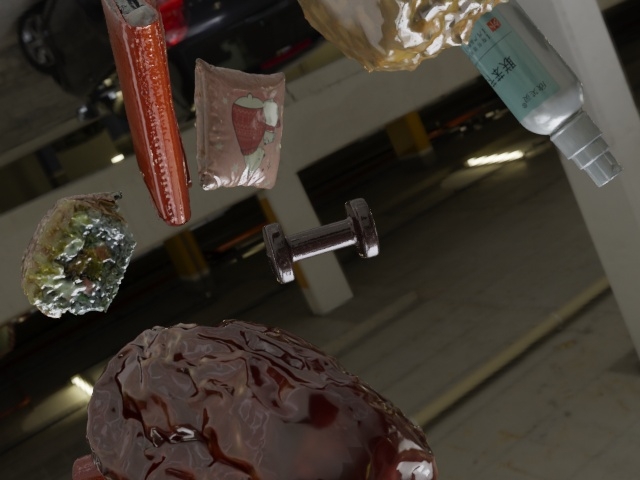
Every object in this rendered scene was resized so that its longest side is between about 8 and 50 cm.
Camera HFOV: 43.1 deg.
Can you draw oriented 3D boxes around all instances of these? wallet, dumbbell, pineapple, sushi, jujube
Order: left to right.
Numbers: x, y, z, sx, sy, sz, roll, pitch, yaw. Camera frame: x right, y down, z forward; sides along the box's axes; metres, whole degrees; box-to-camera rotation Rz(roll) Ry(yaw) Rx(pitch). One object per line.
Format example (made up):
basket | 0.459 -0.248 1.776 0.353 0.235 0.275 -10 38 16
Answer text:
sushi | -0.467 0.021 1.589 0.139 0.184 0.274 25 -92 61
wallet | -0.161 -0.131 0.766 0.045 0.204 0.142 -15 -143 -16
jujube | -0.068 0.224 0.877 0.377 0.276 0.276 22 -140 36
dumbbell | 0.000 0.000 1.645 0.225 0.124 0.140 -16 -179 -7
pineapple | 0.126 -0.264 0.590 0.340 0.169 0.169 -39 -165 -21

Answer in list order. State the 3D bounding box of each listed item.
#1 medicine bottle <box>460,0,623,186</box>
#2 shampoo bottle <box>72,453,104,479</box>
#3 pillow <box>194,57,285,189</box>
medicine bottle | 0.344 -0.235 1.268 0.110 0.352 0.110 -36 175 -4
shampoo bottle | -0.208 0.323 1.213 0.314 0.118 0.076 -19 -135 9
pillow | -0.142 -0.201 1.441 0.084 0.223 0.236 8 -173 32
